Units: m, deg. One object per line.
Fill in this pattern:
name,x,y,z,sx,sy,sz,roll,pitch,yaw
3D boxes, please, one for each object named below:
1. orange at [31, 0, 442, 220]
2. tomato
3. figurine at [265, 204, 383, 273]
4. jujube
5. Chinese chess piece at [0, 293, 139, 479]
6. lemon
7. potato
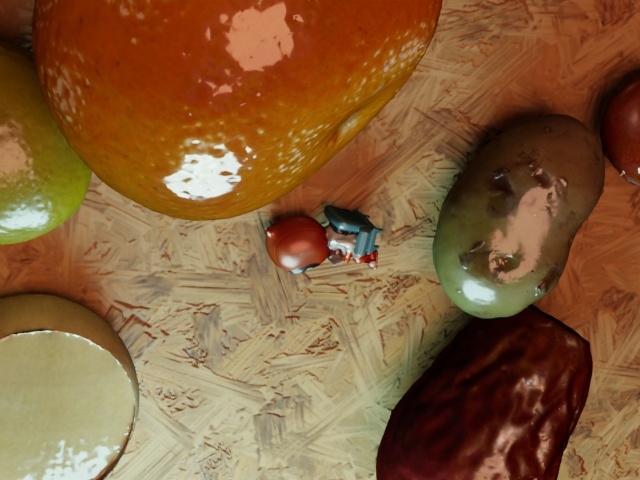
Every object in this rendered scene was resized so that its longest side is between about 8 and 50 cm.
orange,-0.084,-0.221,1.519,0.424,0.424,0.326,-42,84,3
tomato,0.425,-0.123,1.905,0.167,0.167,0.167,-9,118,-17
figurine,0.000,0.000,1.853,0.140,0.068,0.075,-3,119,-22
jujube,0.204,0.231,1.960,0.223,0.223,0.318,29,95,-30
Chinese chess piece,-0.327,0.183,1.798,0.249,0.103,0.250,-9,117,-17
lemon,-0.326,-0.102,1.610,0.184,0.184,0.248,-23,122,-9
potato,0.230,-0.032,1.882,0.165,0.165,0.262,22,98,-29
